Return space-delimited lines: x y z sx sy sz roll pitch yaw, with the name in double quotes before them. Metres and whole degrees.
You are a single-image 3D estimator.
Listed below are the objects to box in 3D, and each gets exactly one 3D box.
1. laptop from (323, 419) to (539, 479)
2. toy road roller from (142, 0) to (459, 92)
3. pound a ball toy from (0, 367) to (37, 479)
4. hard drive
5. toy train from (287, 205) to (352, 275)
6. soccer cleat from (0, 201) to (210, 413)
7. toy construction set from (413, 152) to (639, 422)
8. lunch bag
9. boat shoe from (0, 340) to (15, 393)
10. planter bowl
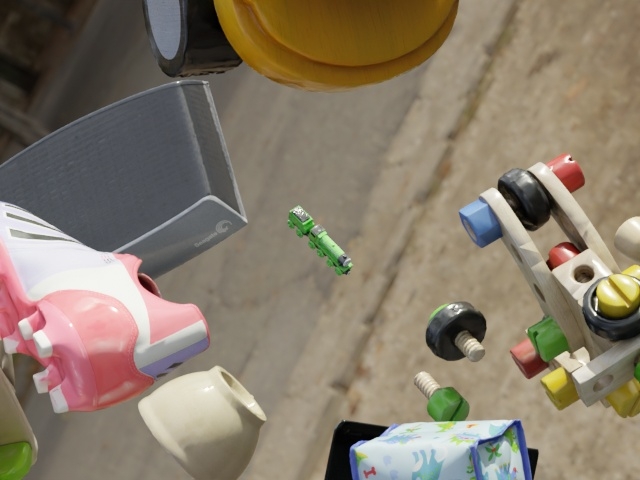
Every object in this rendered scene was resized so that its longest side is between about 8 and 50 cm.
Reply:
"laptop" 0.080 0.324 1.721 0.264 0.234 0.137 124 152 -52
"toy road roller" 0.000 -0.261 1.025 0.240 0.202 0.330 173 90 -68
"pound a ball toy" -0.297 0.183 0.947 0.208 0.319 0.136 -97 -8 -51
"hard drive" -0.200 -0.033 1.427 0.254 0.054 0.172 -25 62 16
"toy train" 0.000 0.000 1.473 0.017 0.083 0.024 -33 -26 -30
"soccer cleat" -0.148 0.032 0.955 0.248 0.095 0.083 -144 42 -61
"toy construction set" 0.280 0.071 1.425 0.237 0.308 0.257 48 142 45
"lunch bag" 0.104 0.229 1.298 0.128 0.151 0.096 -6 8 38
"boat shoe" -0.433 0.076 1.886 0.355 0.130 0.132 -97 2 -46
"planter bowl" -0.138 0.231 2.033 0.109 0.162 0.162 -42 14 3
